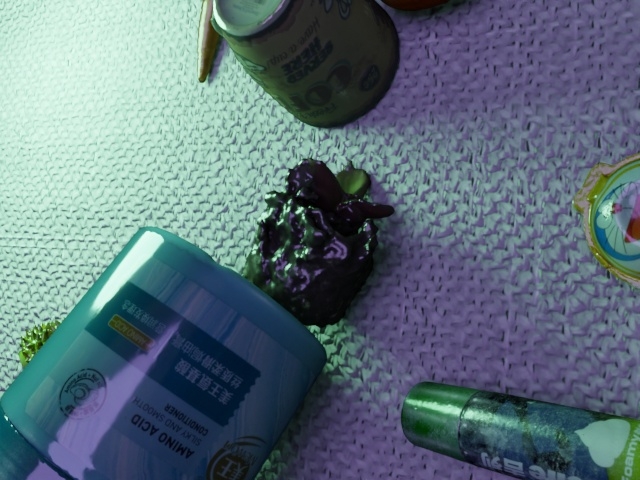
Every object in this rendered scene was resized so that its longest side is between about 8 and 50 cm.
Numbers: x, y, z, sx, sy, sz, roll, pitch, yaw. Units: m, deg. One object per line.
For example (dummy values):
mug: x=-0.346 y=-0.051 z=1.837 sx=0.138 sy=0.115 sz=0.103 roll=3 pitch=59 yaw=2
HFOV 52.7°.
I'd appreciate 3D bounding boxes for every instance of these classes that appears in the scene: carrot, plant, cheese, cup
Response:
carrot: x=-0.188 y=-0.457 z=1.197 sx=0.069 sy=0.069 sz=0.336 roll=16 pitch=94 yaw=30
plant: x=0.000 y=0.000 z=0.927 sx=0.178 sy=0.204 sz=0.234 roll=34 pitch=100 yaw=19
cheese: x=0.433 y=-0.011 z=0.757 sx=0.270 sy=0.069 sz=0.177 roll=33 pitch=96 yaw=29
cup: x=-0.062 y=-0.334 z=0.988 sx=0.301 sy=0.257 sz=0.228 roll=21 pitch=88 yaw=32

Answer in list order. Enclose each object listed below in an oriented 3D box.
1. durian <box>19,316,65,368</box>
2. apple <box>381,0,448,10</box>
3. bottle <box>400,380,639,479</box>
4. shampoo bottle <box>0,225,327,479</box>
durian: x=-0.387 y=0.235 z=1.082 sx=0.176 sy=0.200 sz=0.237 roll=-19 pitch=83 yaw=-2
apple: x=0.142 y=-0.432 z=0.946 sx=0.199 sy=0.199 sz=0.199 roll=-6 pitch=77 yaw=27
bottle: x=0.241 y=0.230 z=0.744 sx=0.330 sy=0.093 sz=0.093 roll=-1 pitch=79 yaw=49
shampoo bottle: x=-0.210 y=0.205 z=0.872 sx=0.331 sy=0.331 sz=0.343 roll=26 pitch=73 yaw=30
